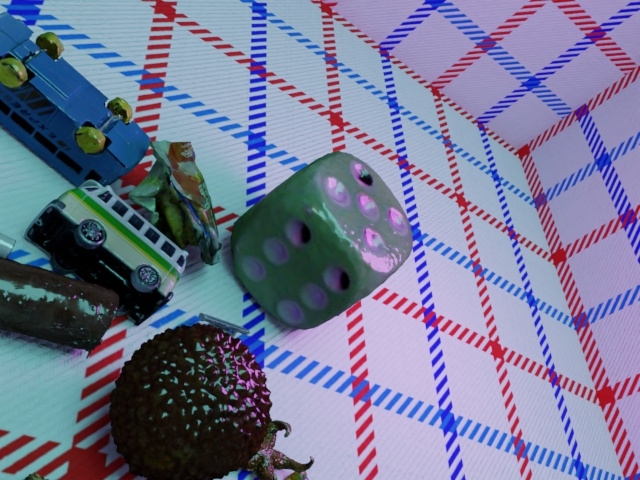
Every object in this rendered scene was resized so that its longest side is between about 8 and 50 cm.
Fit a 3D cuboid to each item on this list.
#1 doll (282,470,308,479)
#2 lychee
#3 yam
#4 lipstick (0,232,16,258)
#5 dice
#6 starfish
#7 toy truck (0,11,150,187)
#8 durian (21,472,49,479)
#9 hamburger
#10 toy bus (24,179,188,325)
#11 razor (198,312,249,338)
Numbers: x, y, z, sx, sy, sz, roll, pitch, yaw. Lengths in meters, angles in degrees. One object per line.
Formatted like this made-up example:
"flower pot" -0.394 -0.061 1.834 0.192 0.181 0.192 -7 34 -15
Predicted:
"doll" 0.020 0.593 1.295 0.316 0.103 0.145 53 9 17
"lychee" -0.218 0.281 1.149 0.276 0.275 0.304 -61 154 -53
"yam" -0.483 0.102 1.124 0.279 0.131 0.131 24 44 -34
"lipstick" -0.602 -0.015 1.158 0.141 0.040 0.040 32 40 -27
"dice" 0.000 0.000 1.593 0.318 0.322 0.330 53 36 -1
"starfish" -0.111 0.418 1.305 0.190 0.074 0.146 7 39 -44
"toy truck" -0.533 -0.269 1.352 0.385 0.162 0.161 42 36 -18
"durian" -0.374 0.438 0.946 0.249 0.138 0.183 35 39 -20
"hamburger" -0.306 -0.061 1.434 0.260 0.150 0.276 101 -28 -81
"toy bus" -0.398 0.014 1.289 0.276 0.133 0.165 44 37 -16
"razor" -0.212 0.287 1.347 0.111 0.056 0.278 25 51 -32
